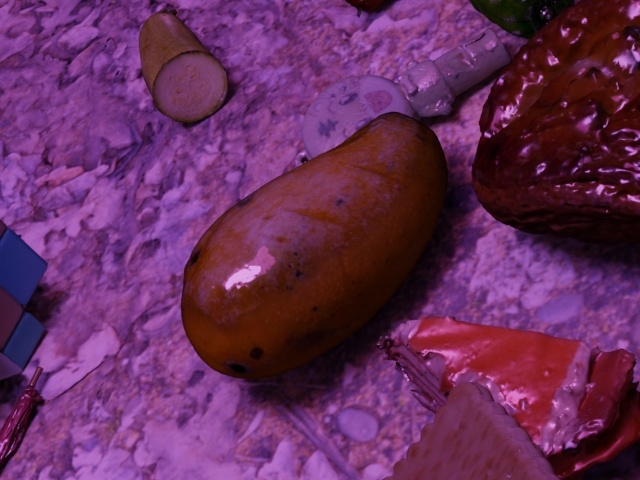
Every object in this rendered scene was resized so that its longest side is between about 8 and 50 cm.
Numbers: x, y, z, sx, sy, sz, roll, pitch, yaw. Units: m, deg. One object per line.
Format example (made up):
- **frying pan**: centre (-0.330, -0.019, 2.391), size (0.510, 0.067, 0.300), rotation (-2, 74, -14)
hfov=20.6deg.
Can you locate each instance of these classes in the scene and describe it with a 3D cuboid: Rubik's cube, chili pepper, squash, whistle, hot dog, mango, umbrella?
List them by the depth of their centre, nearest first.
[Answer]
- **hot dog**: centre (0.307, -0.108, 1.607), size (0.387, 0.174, 0.267), rotation (5, 58, 37)
- **mango**: centre (0.004, 0.007, 1.738), size (0.329, 0.175, 0.176), rotation (-32, 78, -19)
- **whistle**: centre (0.085, -0.142, 1.881), size (0.258, 0.067, 0.126), rotation (-32, 54, 0)
- **umbrella**: centre (-0.332, 0.208, 1.882), size (0.027, 0.025, 0.165), rotation (14, 63, 21)
- **chili pepper**: centre (0.202, -0.291, 1.923), size (0.099, 0.083, 0.253), rotation (-29, 37, 8)
- **Rubik's cube**: centre (-0.444, 0.069, 1.945), size (0.265, 0.224, 0.213), rotation (13, 67, 36)
- **squash**: centre (-0.176, -0.231, 2.142), size (0.094, 0.094, 0.224), rotation (-33, 33, 5)

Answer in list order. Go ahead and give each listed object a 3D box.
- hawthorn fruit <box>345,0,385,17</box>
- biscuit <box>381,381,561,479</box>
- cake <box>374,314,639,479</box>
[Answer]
- **hawthorn fruit**: centre (0.053, -0.305, 2.045), size (0.077, 0.077, 0.077), rotation (-19, 44, 20)
- **biscuit**: centre (0.074, 0.286, 1.437), size (0.325, 0.044, 0.217), rotation (-53, 30, 10)
- **cake**: centre (0.155, 0.142, 1.543), size (0.287, 0.098, 0.135), rotation (11, 61, 40)
